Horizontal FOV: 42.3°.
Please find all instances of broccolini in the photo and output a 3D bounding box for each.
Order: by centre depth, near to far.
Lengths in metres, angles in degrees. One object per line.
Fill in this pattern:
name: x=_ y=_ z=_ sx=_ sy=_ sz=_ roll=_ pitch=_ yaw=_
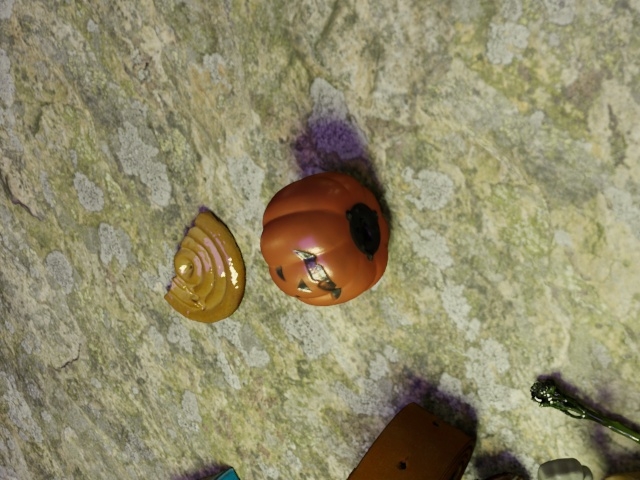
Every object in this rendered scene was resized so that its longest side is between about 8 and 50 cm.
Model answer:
broccolini: x=0.382 y=0.247 z=1.106 sx=0.218 sy=0.044 sz=0.042 roll=27 pitch=108 yaw=17

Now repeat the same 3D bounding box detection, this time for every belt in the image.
belt: x=0.090 y=0.400 z=1.193 sx=0.122 sy=0.339 sz=0.217 roll=28 pitch=157 yaw=23

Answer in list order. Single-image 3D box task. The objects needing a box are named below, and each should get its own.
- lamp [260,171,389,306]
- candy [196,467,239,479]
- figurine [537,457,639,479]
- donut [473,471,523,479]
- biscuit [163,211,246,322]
lamp: x=0.000 y=0.000 z=1.161 sx=0.164 sy=0.187 sz=0.188 roll=-15 pitch=101 yaw=39
candy: x=-0.167 y=0.607 z=1.607 sx=0.157 sy=0.100 sz=0.306 roll=-30 pitch=92 yaw=41
figurine: x=0.404 y=0.385 z=1.058 sx=0.285 sy=0.342 sz=0.167 roll=-50 pitch=35 yaw=40
donut: x=0.244 y=0.459 z=1.188 sx=0.096 sy=0.216 sz=0.230 roll=-13 pitch=118 yaw=47
biscuit: x=-0.196 y=0.069 z=1.425 sx=0.144 sy=0.033 sz=0.224 roll=41 pitch=129 yaw=13
